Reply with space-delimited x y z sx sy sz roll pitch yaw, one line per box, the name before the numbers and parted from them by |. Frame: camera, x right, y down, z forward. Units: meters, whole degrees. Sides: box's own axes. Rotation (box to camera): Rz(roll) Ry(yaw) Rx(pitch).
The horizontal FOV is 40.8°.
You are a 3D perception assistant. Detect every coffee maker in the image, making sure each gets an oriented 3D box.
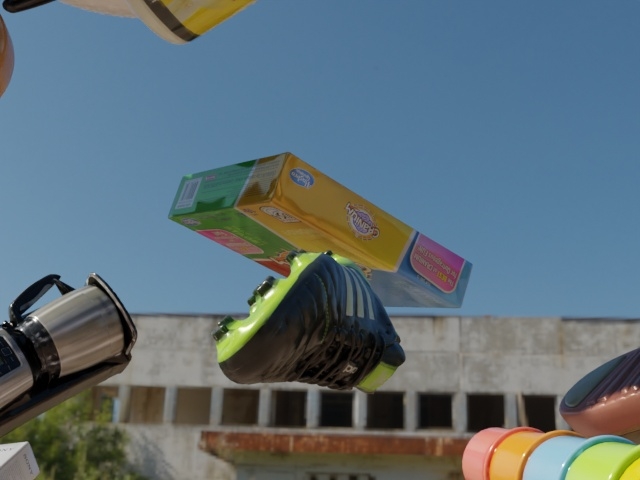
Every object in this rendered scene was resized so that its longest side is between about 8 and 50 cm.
coffee maker | -0.304 0.140 0.925 0.178 0.120 0.171 -26 -41 -40

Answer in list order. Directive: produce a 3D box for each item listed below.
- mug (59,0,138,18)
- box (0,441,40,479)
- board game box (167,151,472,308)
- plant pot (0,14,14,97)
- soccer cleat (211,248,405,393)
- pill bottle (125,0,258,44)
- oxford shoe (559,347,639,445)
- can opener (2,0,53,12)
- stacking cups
mug | -0.316 -0.517 1.432 0.328 0.276 0.374 -8 9 -35
box | -0.546 0.367 1.098 0.232 0.058 0.322 -10 12 17
board game box | 0.000 0.000 1.102 0.317 0.064 0.242 29 -20 -32
plant pot | -0.500 -0.266 1.063 0.205 0.205 0.188 5 -16 -9
soccer cleat | 0.005 0.043 0.407 0.060 0.072 0.179 -45 -7 12
pill bottle | -0.040 -0.206 0.520 0.184 0.103 0.103 -28 -28 14
oxford shoe | 0.398 0.146 0.735 0.140 0.146 0.397 -35 3 -35
can opener | -0.320 -0.337 1.095 0.186 0.073 0.059 -38 -14 -23
stacking cups | 0.192 0.188 0.622 0.096 0.096 0.316 7 -11 -13
